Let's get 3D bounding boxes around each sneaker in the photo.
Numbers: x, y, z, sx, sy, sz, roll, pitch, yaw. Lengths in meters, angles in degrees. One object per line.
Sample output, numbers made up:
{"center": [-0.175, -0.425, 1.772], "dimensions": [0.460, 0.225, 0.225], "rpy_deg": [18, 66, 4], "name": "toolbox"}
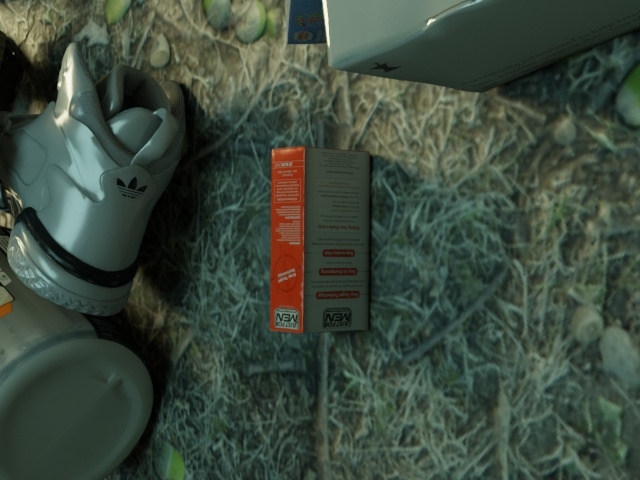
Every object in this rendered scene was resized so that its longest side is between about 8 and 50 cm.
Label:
{"center": [-0.244, -0.097, 1.122], "dimensions": [0.210, 0.137, 0.366], "rpy_deg": [-61, 39, 13], "name": "sneaker"}

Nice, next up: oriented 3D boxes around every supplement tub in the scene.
{"center": [-0.323, 0.106, 1.156], "dimensions": [0.316, 0.193, 0.193], "rpy_deg": [35, 115, 44], "name": "supplement tub"}

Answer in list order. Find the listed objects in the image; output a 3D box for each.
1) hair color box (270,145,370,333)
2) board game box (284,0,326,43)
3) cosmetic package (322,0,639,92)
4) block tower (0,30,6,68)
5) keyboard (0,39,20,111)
{"center": [0.000, 0.000, 0.881], "dimensions": [0.043, 0.072, 0.141], "rpy_deg": [0, 89, 48], "name": "hair color box"}
{"center": [-0.011, -0.270, 0.858], "dimensions": [0.160, 0.039, 0.211], "rpy_deg": [127, 140, -85], "name": "board game box"}
{"center": [0.103, -0.308, 0.710], "dimensions": [0.217, 0.156, 0.385], "rpy_deg": [-15, 80, 48], "name": "cosmetic package"}
{"center": [-0.395, -0.157, 1.174], "dimensions": [0.091, 0.097, 0.335], "rpy_deg": [-48, 29, 15], "name": "block tower"}
{"center": [-0.423, -0.090, 1.396], "dimensions": [0.201, 0.033, 0.317], "rpy_deg": [53, 128, 43], "name": "keyboard"}
